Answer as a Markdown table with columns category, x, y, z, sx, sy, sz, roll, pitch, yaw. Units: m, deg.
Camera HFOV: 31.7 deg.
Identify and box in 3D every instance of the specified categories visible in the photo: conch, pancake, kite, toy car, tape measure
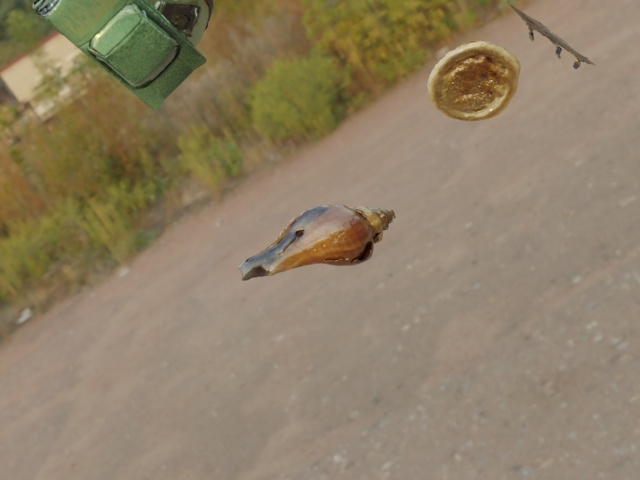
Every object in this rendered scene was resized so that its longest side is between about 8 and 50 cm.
| category | x | y | z | sx | sy | sz | roll | pitch | yaw |
| --- | --- | --- | --- | --- | --- | --- | --- | --- | --- |
| conch | 0.002 | -0.006 | 1.484 | 0.233 | 0.080 | 0.086 | -3 | 43 | -25 |
| pancake | 0.224 | -0.229 | 1.641 | 0.139 | 0.139 | 0.022 | -29 | 34 | 21 |
| kite | 0.346 | -0.297 | 1.678 | 0.015 | 0.152 | 0.285 | -53 | -7 | 9 |
| toy car | -0.313 | -0.333 | 1.838 | 0.141 | 0.321 | 0.097 | -43 | 55 | 5 |
| tape measure | -0.274 | -0.430 | 1.999 | 0.207 | 0.115 | 0.235 | -14 | -49 | -45 |
